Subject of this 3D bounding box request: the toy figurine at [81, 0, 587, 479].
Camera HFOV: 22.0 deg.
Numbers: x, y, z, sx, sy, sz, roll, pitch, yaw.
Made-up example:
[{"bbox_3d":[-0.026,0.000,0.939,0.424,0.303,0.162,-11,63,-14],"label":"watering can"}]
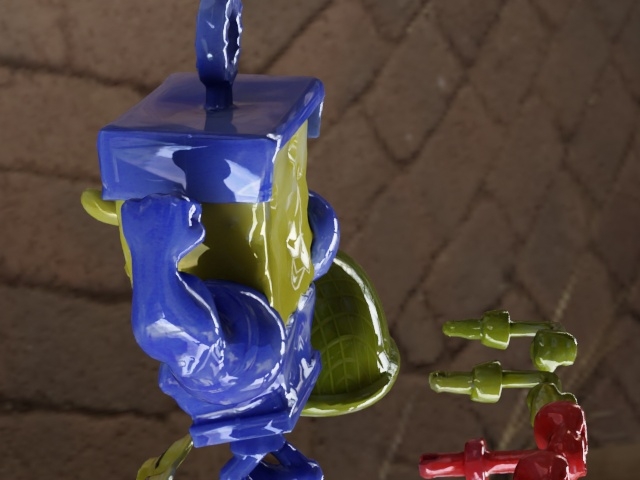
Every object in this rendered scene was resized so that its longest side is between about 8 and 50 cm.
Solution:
[{"bbox_3d":[0.000,0.000,0.650,0.362,0.191,0.217,-56,140,-69],"label":"toy figurine"}]
